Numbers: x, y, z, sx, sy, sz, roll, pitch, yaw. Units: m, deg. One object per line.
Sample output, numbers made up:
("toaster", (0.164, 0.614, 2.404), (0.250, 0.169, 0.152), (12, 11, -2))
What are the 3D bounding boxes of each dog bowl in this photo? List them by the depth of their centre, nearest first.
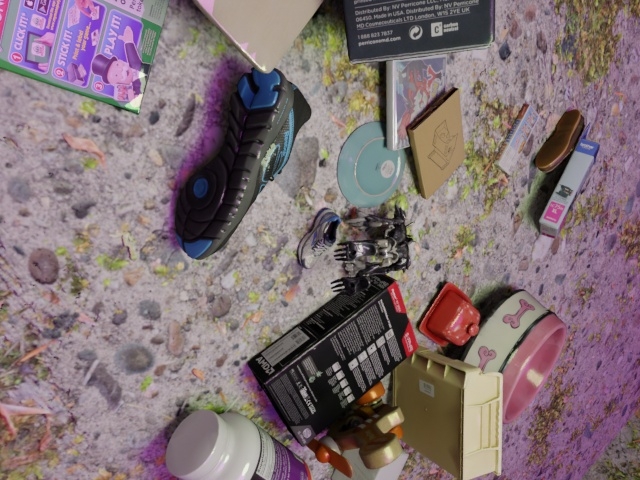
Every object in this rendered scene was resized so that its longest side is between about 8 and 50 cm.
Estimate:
("dog bowl", (0.570, 0.356, 1.361), (0.408, 0.150, 0.408), (-26, 131, -34))

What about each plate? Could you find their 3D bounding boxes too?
("plate", (0.118, -0.159, 0.989), (0.188, 0.024, 0.188), (-12, 112, -30))

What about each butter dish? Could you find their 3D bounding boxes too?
("butter dish", (0.374, 0.220, 1.246), (0.160, 0.118, 0.160), (37, 85, -38))

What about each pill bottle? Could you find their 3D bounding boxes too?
("pill bottle", (-0.158, 0.475, 0.936), (0.181, 0.181, 0.323), (-46, 126, -12))

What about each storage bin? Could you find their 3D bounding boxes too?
("storage bin", (0.307, 0.412, 1.152), (0.123, 0.262, 0.260), (-1, 93, -28))

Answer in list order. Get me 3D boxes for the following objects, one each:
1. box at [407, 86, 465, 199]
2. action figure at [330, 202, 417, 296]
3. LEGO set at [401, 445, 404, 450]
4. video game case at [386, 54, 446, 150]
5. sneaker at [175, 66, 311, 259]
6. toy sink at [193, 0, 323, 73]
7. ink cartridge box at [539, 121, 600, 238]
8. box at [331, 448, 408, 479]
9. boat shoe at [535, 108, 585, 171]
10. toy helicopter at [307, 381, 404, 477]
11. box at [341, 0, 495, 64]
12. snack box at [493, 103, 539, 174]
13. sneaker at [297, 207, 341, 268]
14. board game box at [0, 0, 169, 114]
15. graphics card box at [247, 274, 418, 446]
("box", (0.269, -0.216, 1.042), (0.164, 0.021, 0.201), (-44, 137, -19))
("action figure", (0.112, 0.014, 0.983), (0.275, 0.141, 0.164), (-26, 116, -56))
("LEGO set", (0.301, 0.521, 1.349), (0.244, 0.060, 0.182), (-37, 120, -17))
("video game case", (0.206, -0.307, 0.977), (0.183, 0.023, 0.201), (-22, 119, -37))
("sneaker", (-0.122, -0.111, 0.780), (0.341, 0.125, 0.139), (-58, 155, 11))
("toy sink", (-0.096, -0.385, 0.692), (0.153, 0.131, 0.234), (39, 79, -37))
("ink cartridge box", (0.734, -0.166, 1.345), (0.186, 0.065, 0.311), (20, 94, -63))
("box", (0.128, 0.596, 1.210), (0.091, 0.130, 0.170), (23, 94, -37))
("boat shoe", (0.690, -0.272, 1.308), (0.073, 0.073, 0.207), (41, 82, -35))
("toy helicopter", (0.085, 0.437, 1.021), (0.235, 0.355, 0.140), (-21, 82, -10))
("box", (0.152, -0.500, 0.688), (0.293, 0.212, 0.395), (-57, 142, -56))
("snack box", (0.524, -0.269, 1.227), (0.064, 0.022, 0.178), (26, 91, -37))
("sneaker", (0.000, 0.000, 0.946), (0.052, 0.058, 0.135), (21, 95, -38))
("board game box", (-0.310, -0.357, 0.608), (0.213, 0.046, 0.317), (13, 100, -36))
("graphics card box", (0.044, 0.263, 1.052), (0.371, 0.094, 0.233), (-36, 124, -20))
